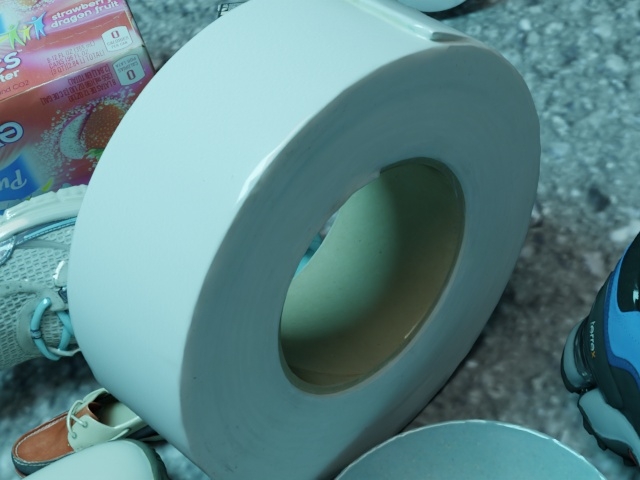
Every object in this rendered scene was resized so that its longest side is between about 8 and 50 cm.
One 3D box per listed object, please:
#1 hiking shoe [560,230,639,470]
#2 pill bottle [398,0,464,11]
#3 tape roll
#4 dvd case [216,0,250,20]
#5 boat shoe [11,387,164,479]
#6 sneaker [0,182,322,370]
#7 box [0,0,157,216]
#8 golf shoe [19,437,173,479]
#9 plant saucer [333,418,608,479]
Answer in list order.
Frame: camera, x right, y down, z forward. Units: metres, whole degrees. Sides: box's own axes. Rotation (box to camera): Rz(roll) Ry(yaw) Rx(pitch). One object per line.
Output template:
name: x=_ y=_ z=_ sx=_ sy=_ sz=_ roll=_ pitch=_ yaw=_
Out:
hiking shoe: x=0.229 y=0.115 z=0.652 sx=0.113 sy=0.132 sz=0.304 roll=-15 pitch=47 yaw=-23
pill bottle: x=0.083 y=-0.278 z=1.054 sx=0.108 sy=0.108 sz=0.180 roll=-11 pitch=48 yaw=5
tape roll: x=0.000 y=0.000 z=0.723 sx=0.286 sy=0.286 sz=0.100 roll=-42 pitch=52 yaw=-20
dvd case: x=-0.050 y=-0.158 z=1.050 sx=0.087 sy=0.013 sz=0.119 roll=-4 pitch=49 yaw=12
boat shoe: x=-0.139 y=0.117 z=0.822 sx=0.137 sy=0.043 sz=0.049 roll=-19 pitch=50 yaw=0
sneaker: x=-0.125 y=0.024 z=0.839 sx=0.283 sy=0.110 sz=0.122 roll=-28 pitch=56 yaw=-21
box: x=-0.269 y=-0.085 z=0.960 sx=0.300 sy=0.142 sz=0.154 roll=-23 pitch=49 yaw=-5
golf shoe: x=-0.206 y=0.196 z=0.724 sx=0.273 sy=0.120 sz=0.105 roll=-35 pitch=49 yaw=-17
plant saucer: x=0.081 y=0.191 z=0.704 sx=0.195 sy=0.037 sz=0.195 roll=-7 pitch=49 yaw=8
